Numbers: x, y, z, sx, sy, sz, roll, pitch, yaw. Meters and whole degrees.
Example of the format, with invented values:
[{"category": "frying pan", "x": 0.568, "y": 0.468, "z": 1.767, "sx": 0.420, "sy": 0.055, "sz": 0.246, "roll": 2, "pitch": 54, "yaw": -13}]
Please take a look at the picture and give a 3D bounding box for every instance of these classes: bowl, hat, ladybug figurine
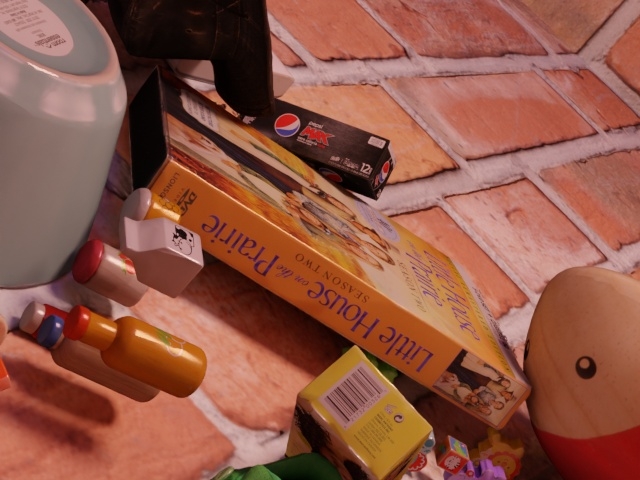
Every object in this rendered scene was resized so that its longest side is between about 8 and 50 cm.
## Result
[{"category": "bowl", "x": -0.280, "y": -0.129, "z": 1.156, "sx": 0.311, "sy": 0.163, "sz": 0.311, "roll": 33, "pitch": 25, "yaw": -17}, {"category": "hat", "x": -0.151, "y": -0.267, "z": 1.485, "sx": 0.134, "sy": 0.331, "sz": 0.331, "roll": -17, "pitch": 51, "yaw": -17}, {"category": "ladybug figurine", "x": 0.353, "y": 0.220, "z": 1.431, "sx": 0.449, "sy": 0.162, "sz": 0.305, "roll": 48, "pitch": -17, "yaw": -18}]

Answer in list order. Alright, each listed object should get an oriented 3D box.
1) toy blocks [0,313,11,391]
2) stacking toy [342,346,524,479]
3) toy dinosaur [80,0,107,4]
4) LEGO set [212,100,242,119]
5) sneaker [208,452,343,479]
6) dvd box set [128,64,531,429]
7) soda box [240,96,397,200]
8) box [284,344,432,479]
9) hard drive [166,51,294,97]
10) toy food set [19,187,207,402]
[{"category": "toy blocks", "x": -0.258, "y": 0.075, "z": 0.962, "sx": 0.123, "sy": 0.054, "sz": 0.148, "roll": 15, "pitch": 34, "yaw": -46}, {"category": "stacking toy", "x": 0.107, "y": 0.203, "z": 1.323, "sx": 0.221, "sy": 0.052, "sz": 0.167, "roll": 32, "pitch": 23, "yaw": -17}, {"category": "toy dinosaur", "x": -0.278, "y": -0.294, "z": 1.502, "sx": 0.313, "sy": 0.121, "sz": 0.160, "roll": -51, "pitch": 126, "yaw": -54}, {"category": "LEGO set", "x": -0.090, "y": -0.140, "z": 1.658, "sx": 0.083, "sy": 0.023, "sz": 0.054, "roll": 12, "pitch": 6, "yaw": -21}, {"category": "sneaker", "x": -0.074, "y": 0.202, "z": 0.936, "sx": 0.109, "sy": 0.123, "sz": 0.295, "roll": 45, "pitch": 24, "yaw": 7}, {"category": "dvd box set", "x": 0.000, "y": 0.000, "z": 1.433, "sx": 0.420, "sy": 0.062, "sz": 0.307, "roll": 33, "pitch": 14, "yaw": -18}, {"category": "soda box", "x": -0.004, "y": -0.104, "z": 1.581, "sx": 0.169, "sy": 0.053, "sz": 0.060, "roll": 23, "pitch": -16, "yaw": 19}, {"category": "box", "x": 0.024, "y": 0.154, "z": 1.095, "sx": 0.087, "sy": 0.058, "sz": 0.232, "roll": 46, "pitch": -15, "yaw": 13}, {"category": "hard drive", "x": -0.180, "y": -0.306, "z": 1.785, "sx": 0.203, "sy": 0.040, "sz": 0.307, "roll": 7, "pitch": 41, "yaw": -53}, {"category": "toy food set", "x": -0.163, "y": 0.037, "z": 1.104, "sx": 0.104, "sy": 0.111, "sz": 0.232, "roll": 29, "pitch": 28, "yaw": -28}]
